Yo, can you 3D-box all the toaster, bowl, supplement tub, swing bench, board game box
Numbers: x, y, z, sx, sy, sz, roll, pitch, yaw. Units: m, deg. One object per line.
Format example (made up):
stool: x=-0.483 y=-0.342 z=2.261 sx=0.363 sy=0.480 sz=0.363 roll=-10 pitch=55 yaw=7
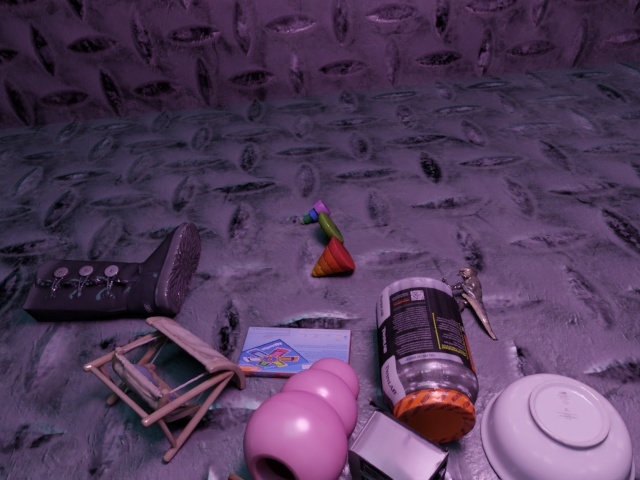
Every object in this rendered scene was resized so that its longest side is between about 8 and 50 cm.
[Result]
toaster: x=0.144 y=0.430 z=0.895 sx=0.186 sy=0.168 sz=0.110 roll=24 pitch=49 yaw=31
bowl: x=0.489 y=0.380 z=0.937 sx=0.298 sy=0.134 sz=0.297 roll=-4 pitch=40 yaw=3
supplement tub: x=0.236 y=0.263 z=1.056 sx=0.207 sy=0.207 sz=0.337 roll=-2 pitch=39 yaw=5
swing bench: x=-0.361 y=0.321 z=1.102 sx=0.253 sy=0.165 sz=0.255 roll=23 pitch=47 yaw=32
board game box: x=-0.064 y=0.291 z=1.204 sx=0.282 sy=0.027 sz=0.145 roll=0 pitch=38 yaw=8

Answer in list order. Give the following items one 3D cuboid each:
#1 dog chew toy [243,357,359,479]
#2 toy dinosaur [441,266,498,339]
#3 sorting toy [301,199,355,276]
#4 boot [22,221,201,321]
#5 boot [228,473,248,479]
dog chew toy: x=-0.016 y=0.369 z=0.974 sx=0.207 sy=0.206 sz=0.332 roll=12 pitch=26 yaw=21
toy dinosaur: x=0.401 y=0.156 z=1.282 sx=0.118 sy=0.064 sz=0.268 roll=2 pitch=43 yaw=-1
sorting toy: x=0.000 y=0.000 z=1.518 sx=0.126 sy=0.127 sz=0.365 roll=-36 pitch=36 yaw=11
boot: x=-0.636 y=0.089 z=1.456 sx=0.446 sy=0.146 sz=0.366 roll=-5 pitch=37 yaw=8
boot: x=-0.137 y=0.579 z=0.824 sx=0.284 sy=0.109 sz=0.220 roll=21 pitch=62 yaw=40
